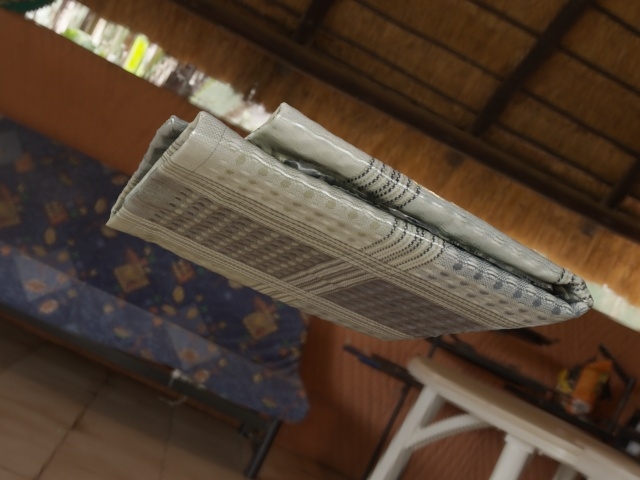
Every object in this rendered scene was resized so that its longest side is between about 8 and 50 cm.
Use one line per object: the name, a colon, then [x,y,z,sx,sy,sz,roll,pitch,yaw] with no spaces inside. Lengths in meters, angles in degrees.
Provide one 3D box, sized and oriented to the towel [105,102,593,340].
towel: [0.000,0.000,0.731,0.324,0.056,0.312,24,-18,-18]
